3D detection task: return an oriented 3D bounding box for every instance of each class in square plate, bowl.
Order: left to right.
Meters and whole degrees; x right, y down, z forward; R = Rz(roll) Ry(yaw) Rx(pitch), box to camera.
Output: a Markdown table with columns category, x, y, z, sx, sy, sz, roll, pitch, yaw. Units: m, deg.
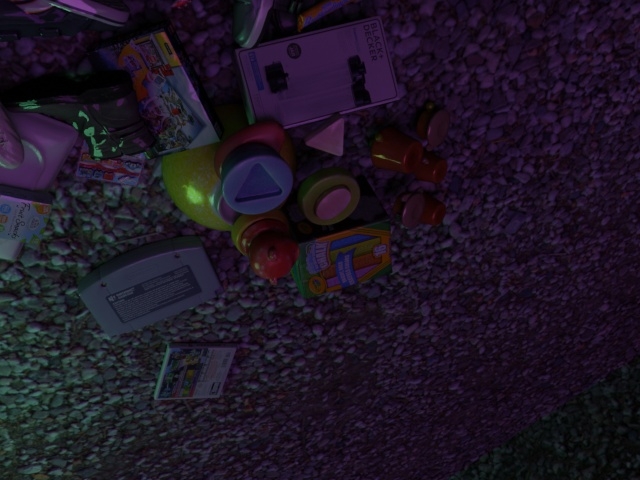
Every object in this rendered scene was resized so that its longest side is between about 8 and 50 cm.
| category | x | y | z | sx | sy | sz | roll | pitch | yaw |
| --- | --- | --- | --- | --- | --- | --- | --- | --- | --- |
| square plate | -0.678 | -0.122 | 1.238 | 0.347 | 0.049 | 0.344 | 20 | 118 | -35 |
| bowl | -0.171 | -0.119 | 1.386 | 0.289 | 0.156 | 0.290 | -12 | 131 | -14 |

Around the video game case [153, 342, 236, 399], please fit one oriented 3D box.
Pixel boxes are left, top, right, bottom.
| category | x | y | z | sx | sy | sz | roll | pitch | yaw |
| --- | --- | --- | --- | --- | --- | --- | --- | --- | --- |
| video game case | -0.336 | 0.351 | 1.796 | 0.183 | 0.023 | 0.201 | 4 | 127 | -26 |

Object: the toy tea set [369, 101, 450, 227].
| category | x | y | z | sx | sy | sz | roll | pitch | yaw |
| --- | --- | --- | --- | --- | --- | --- | --- | --- | --- |
| toy tea set | 0.203 | -0.155 | 1.573 | 0.200 | 0.124 | 0.336 | -37 | 137 | -32 |

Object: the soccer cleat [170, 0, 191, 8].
| category | x | y | z | sx | sy | sz | roll | pitch | yaw |
| --- | --- | --- | --- | --- | --- | --- | --- | --- | --- |
| soccer cleat | -0.232 | -0.440 | 1.181 | 0.083 | 0.029 | 0.036 | -33 | 124 | 1 |

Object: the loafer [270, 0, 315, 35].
| category | x | y | z | sx | sy | sz | roll | pitch | yaw |
| --- | --- | --- | --- | --- | --- | --- | --- | --- | --- |
| loafer | -0.040 | -0.486 | 1.183 | 0.096 | 0.084 | 0.268 | -5 | 129 | -22 |

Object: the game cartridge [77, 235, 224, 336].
| category | x | y | z | sx | sy | sz | roll | pitch | yaw |
| --- | --- | --- | --- | --- | --- | --- | --- | --- | --- |
| game cartridge | -0.389 | 0.101 | 1.546 | 0.294 | 0.060 | 0.196 | -22 | 136 | -6 |

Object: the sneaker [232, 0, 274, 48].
| category | x | y | z | sx | sy | sz | roll | pitch | yaw |
| --- | --- | --- | --- | --- | --- | --- | --- | --- | --- |
| sneaker | -0.163 | -0.472 | 1.108 | 0.178 | 0.124 | 0.296 | -3 | 118 | -26 |

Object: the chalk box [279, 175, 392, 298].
| category | x | y | z | sx | sy | sz | roll | pitch | yaw |
| --- | --- | --- | --- | --- | --- | --- | --- | --- | --- |
| chalk box | 0.000 | 0.000 | 1.544 | 0.288 | 0.180 | 0.179 | -16 | 132 | -9 |

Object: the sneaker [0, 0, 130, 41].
| category | x | y | z | sx | sy | sz | roll | pitch | yaw |
| --- | --- | --- | --- | --- | --- | --- | --- | --- | --- |
| sneaker | -0.475 | -0.375 | 1.065 | 0.321 | 0.126 | 0.128 | 15 | 117 | -20 |

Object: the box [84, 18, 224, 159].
| category | x | y | z | sx | sy | sz | roll | pitch | yaw |
| --- | --- | --- | --- | --- | --- | --- | --- | --- | --- |
| box | -0.297 | -0.268 | 1.228 | 0.159 | 0.044 | 0.233 | -11 | 128 | 16 |

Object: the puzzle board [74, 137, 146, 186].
| category | x | y | z | sx | sy | sz | roll | pitch | yaw |
| --- | --- | --- | --- | --- | --- | --- | --- | --- | --- |
| puzzle board | -0.417 | -0.157 | 1.346 | 0.128 | 0.011 | 0.096 | 8 | 124 | -29 |

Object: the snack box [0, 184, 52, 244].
| category | x | y | z | sx | sy | sz | roll | pitch | yaw |
| --- | --- | --- | --- | --- | --- | --- | --- | --- | --- |
| snack box | -0.594 | -0.052 | 1.273 | 0.141 | 0.037 | 0.100 | 12 | 123 | -32 |

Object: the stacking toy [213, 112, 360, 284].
| category | x | y | z | sx | sy | sz | roll | pitch | yaw |
| --- | --- | --- | --- | --- | --- | --- | --- | --- | --- |
| stacking toy | -0.045 | -0.075 | 1.277 | 0.279 | 0.130 | 0.309 | -19 | 135 | -7 |

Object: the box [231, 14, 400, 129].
| category | x | y | z | sx | sy | sz | roll | pitch | yaw |
| --- | --- | --- | --- | --- | --- | --- | --- | --- | --- |
| box | -0.009 | -0.313 | 1.290 | 0.289 | 0.087 | 0.169 | -15 | 98 | -11 |

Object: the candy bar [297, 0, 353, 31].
| category | x | y | z | sx | sy | sz | roll | pitch | yaw |
| --- | --- | --- | --- | --- | --- | --- | --- | --- | --- |
| candy bar | 0.014 | -0.435 | 1.253 | 0.161 | 0.018 | 0.040 | -37 | 164 | -27 |

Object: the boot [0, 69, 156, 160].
| category | x | y | z | sx | sy | sz | roll | pitch | yaw |
| --- | --- | --- | --- | --- | --- | --- | --- | --- | --- |
| boot | -0.432 | -0.209 | 1.209 | 0.246 | 0.083 | 0.161 | -4 | 131 | 5 |

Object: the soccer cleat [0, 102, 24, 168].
| category | x | y | z | sx | sy | sz | roll | pitch | yaw |
| --- | --- | --- | --- | --- | --- | --- | --- | --- | --- |
| soccer cleat | -0.567 | -0.212 | 1.144 | 0.068 | 0.076 | 0.196 | -32 | 112 | -28 |
